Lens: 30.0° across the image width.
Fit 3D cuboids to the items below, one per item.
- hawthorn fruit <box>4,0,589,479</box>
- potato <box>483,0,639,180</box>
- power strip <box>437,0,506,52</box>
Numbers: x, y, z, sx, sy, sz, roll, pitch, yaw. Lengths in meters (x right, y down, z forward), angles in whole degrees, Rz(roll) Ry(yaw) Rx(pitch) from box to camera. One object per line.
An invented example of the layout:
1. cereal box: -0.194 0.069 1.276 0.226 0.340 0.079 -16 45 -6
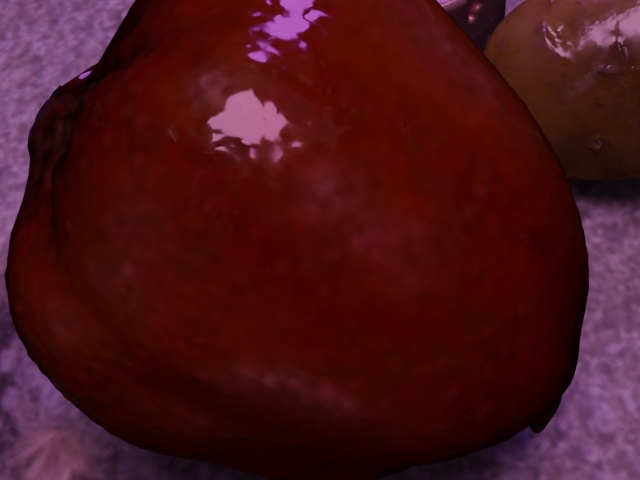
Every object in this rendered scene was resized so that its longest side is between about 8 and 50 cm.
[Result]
1. hawthorn fruit: -0.012 -0.007 0.628 0.311 0.295 0.295 23 62 22
2. potato: 0.194 -0.106 0.769 0.176 0.137 0.137 -14 57 -2
3. power strip: 0.058 -0.190 0.860 0.154 0.078 0.154 -4 57 6
